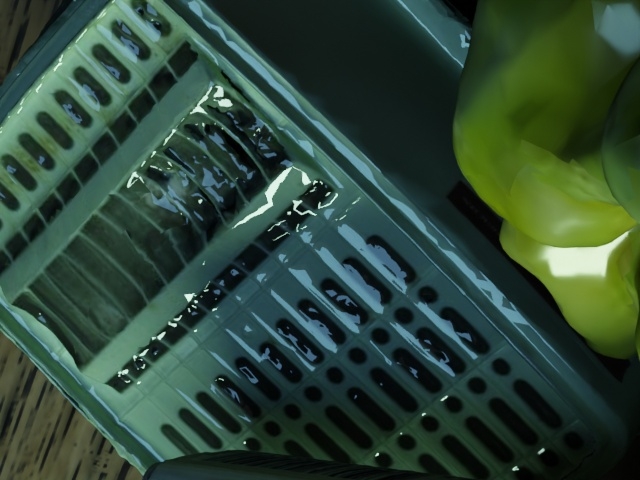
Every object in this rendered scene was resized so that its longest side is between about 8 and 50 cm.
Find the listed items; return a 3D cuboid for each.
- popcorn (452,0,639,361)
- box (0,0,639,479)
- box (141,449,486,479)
[{"bbox_3d":[0.198,-0.064,0.489,0.312,0.312,0.312,11,119,19],"label":"popcorn"},{"bbox_3d":[0.000,0.000,0.692,0.290,0.166,0.220,46,124,-3],"label":"box"},{"bbox_3d":[0.058,0.164,0.559,0.259,0.071,0.168,2,90,33],"label":"box"}]
